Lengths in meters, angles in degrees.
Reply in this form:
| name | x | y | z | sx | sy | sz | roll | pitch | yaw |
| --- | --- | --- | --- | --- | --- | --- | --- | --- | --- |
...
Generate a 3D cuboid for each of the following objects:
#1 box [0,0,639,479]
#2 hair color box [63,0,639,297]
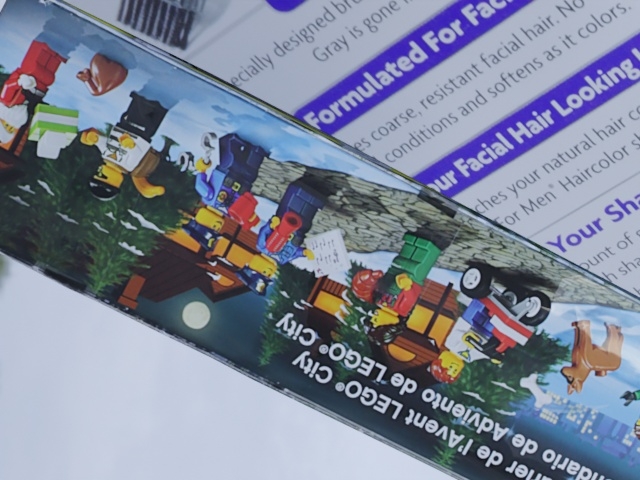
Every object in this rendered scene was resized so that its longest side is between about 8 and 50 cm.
| name | x | y | z | sx | sy | sz | roll | pitch | yaw |
| --- | --- | --- | --- | --- | --- | --- | --- | --- | --- |
| box | 0.000 | 0.000 | 0.437 | 0.044 | 0.159 | 0.233 | -62 | -173 | 3 |
| hair color box | 0.081 | -0.055 | 0.639 | 0.185 | 0.339 | 0.110 | -31 | -151 | 31 |
